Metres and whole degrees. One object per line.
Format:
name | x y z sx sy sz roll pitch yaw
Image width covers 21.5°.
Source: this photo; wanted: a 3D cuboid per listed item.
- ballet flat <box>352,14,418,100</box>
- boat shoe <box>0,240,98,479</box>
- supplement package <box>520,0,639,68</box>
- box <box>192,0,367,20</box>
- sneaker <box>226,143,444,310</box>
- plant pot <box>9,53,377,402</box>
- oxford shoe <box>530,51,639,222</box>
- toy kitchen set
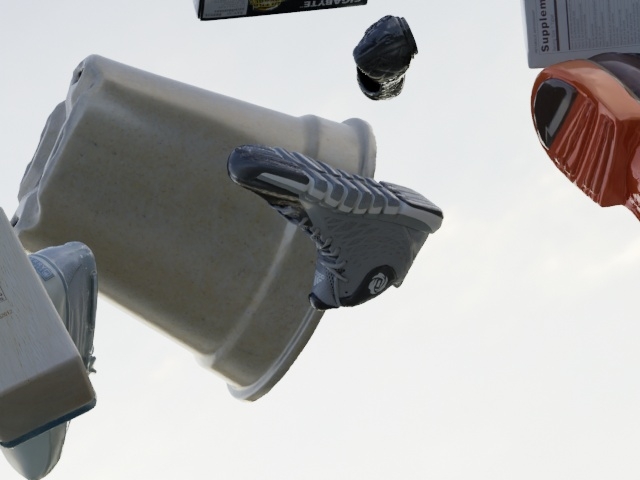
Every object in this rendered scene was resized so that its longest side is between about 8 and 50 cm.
ballet flat | 0.040 -0.139 1.299 0.049 0.057 0.173 -21 -4 -5
boat shoe | -0.214 0.099 1.371 0.081 0.079 0.227 -30 -37 -42
supplement package | 0.301 -0.241 1.518 0.244 0.139 0.134 -4 17 7
box | -0.058 -0.326 1.700 0.175 0.220 0.051 -8 -31 -13
sneaker | 0.000 0.000 1.548 0.229 0.086 0.132 16 -74 -30
plant pot | -0.153 -0.039 1.794 0.305 0.334 0.334 24 -46 -15
oxford shoe | 0.325 -0.036 1.333 0.133 0.363 0.130 -21 -35 -26
toy kitchen set | -0.218 0.113 0.875 0.207 0.122 0.166 -25 -41 -11
